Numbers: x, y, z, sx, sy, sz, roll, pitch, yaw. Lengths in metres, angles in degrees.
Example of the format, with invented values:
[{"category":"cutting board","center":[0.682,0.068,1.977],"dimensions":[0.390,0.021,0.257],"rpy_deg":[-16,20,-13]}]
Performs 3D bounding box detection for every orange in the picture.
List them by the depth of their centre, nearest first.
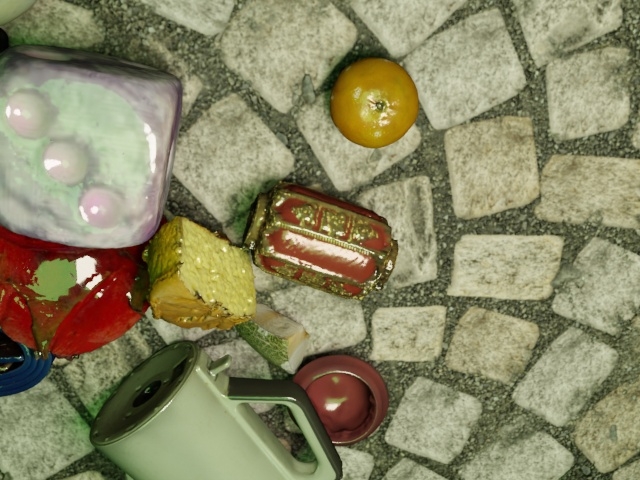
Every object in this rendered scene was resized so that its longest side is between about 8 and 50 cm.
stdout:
[{"category":"orange","center":[0.093,-0.235,1.243],"dimensions":[0.156,0.124,0.156],"rpy_deg":[-3,111,-7]}]

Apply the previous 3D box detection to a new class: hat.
[{"category":"hat","center":[0.035,0.313,1.442],"dimensions":[0.205,0.089,0.205],"rpy_deg":[0,104,-2]}]

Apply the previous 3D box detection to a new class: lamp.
[{"category":"lamp","center":[0.000,0.000,1.297],"dimensions":[0.274,0.177,0.177],"rpy_deg":[19,106,-9]}]

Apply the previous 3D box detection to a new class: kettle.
[{"category":"kettle","center":[-0.173,0.380,1.366],"dimensions":[0.361,0.250,0.377],"rpy_deg":[-34,110,9]}]

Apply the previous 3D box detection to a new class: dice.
[{"category":"dice","center":[-0.373,-0.155,1.152],"dimensions":[0.271,0.270,0.270],"rpy_deg":[10,107,-9]}]

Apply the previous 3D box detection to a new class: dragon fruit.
[{"category":"dragon fruit","center":[-0.423,0.077,1.260],"dimensions":[0.343,0.100,0.282],"rpy_deg":[-3,97,-21]}]

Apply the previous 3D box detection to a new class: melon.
[{"category":"melon","center":[-0.086,0.179,1.379],"dimensions":[0.202,0.139,0.093],"rpy_deg":[43,78,-14]}]

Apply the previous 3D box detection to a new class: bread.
[{"category":"bread","center":[-0.225,0.072,1.267],"dimensions":[0.147,0.260,0.160],"rpy_deg":[-16,71,22]}]

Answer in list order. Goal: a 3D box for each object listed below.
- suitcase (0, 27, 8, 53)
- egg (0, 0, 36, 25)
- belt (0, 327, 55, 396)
[{"category":"suitcase","center":[-0.633,-0.224,1.216],"dimensions":[0.206,0.066,0.286],"rpy_deg":[6,108,-7]},{"category":"egg","center":[-0.538,-0.413,1.098],"dimensions":[0.217,0.183,0.183],"rpy_deg":[-20,109,-7]},{"category":"belt","center":[-0.658,0.174,1.321],"dimensions":[0.347,0.117,0.212],"rpy_deg":[7,108,-8]}]
